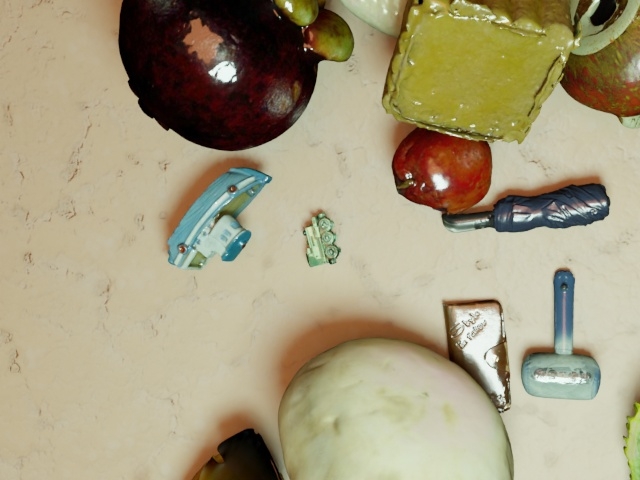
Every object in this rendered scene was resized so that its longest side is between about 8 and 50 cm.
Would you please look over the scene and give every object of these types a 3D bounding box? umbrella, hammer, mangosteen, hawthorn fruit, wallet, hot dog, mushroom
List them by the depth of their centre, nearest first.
[{"bbox_3d":[0.079,0.316,1.293,0.353,0.325,0.353,-2,86,23],"label":"mushroom"},{"bbox_3d":[-0.119,-0.297,1.311,0.347,0.307,0.307,-36,86,16],"label":"mangosteen"},{"bbox_3d":[0.172,-0.103,1.342,0.148,0.172,0.148,19,121,35],"label":"hawthorn fruit"},{"bbox_3d":[0.362,0.141,1.373,0.116,0.069,0.193,2,85,11],"label":"hammer"},{"bbox_3d":[0.308,-0.037,1.375,0.248,0.071,0.070,-12,90,15],"label":"umbrella"},{"bbox_3d":[0.243,0.181,1.411,0.095,0.026,0.176,-5,92,8],"label":"wallet"},{"bbox_3d":[-0.164,0.436,1.463,0.326,0.107,0.194,-37,76,19],"label":"hot dog"}]

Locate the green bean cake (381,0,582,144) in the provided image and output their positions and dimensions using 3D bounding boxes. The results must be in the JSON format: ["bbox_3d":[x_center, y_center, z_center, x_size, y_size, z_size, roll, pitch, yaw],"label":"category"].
[{"bbox_3d":[0.212,-0.254,1.240,0.230,0.131,0.224,12,139,-5],"label":"green bean cake"}]

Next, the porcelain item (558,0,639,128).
[{"bbox_3d":[0.459,-0.281,1.278,0.253,0.253,0.252,0,93,11],"label":"porcelain item"}]

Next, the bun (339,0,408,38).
[{"bbox_3d":[0.165,-0.468,1.289,0.361,0.213,0.361,11,126,15],"label":"bun"}]

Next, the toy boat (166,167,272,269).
[{"bbox_3d":[-0.149,-0.022,1.441,0.102,0.088,0.215,41,101,16],"label":"toy boat"}]

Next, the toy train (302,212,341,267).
[{"bbox_3d":[0.000,0.000,1.445,0.053,0.033,0.083,-15,89,14],"label":"toy train"}]

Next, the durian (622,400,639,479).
[{"bbox_3d":[0.534,0.343,1.286,0.158,0.169,0.351,-19,101,0],"label":"durian"}]
